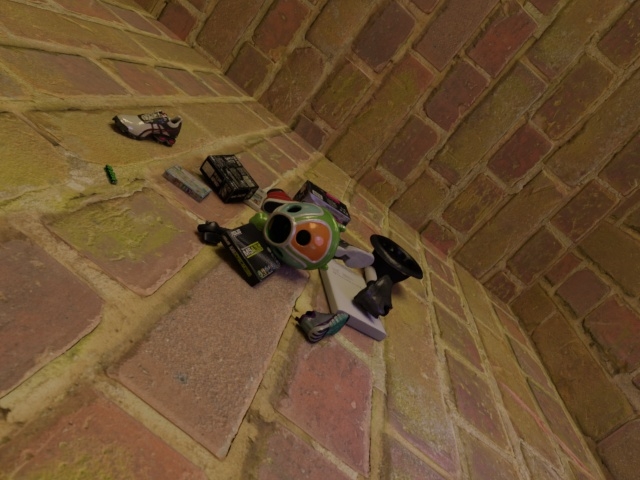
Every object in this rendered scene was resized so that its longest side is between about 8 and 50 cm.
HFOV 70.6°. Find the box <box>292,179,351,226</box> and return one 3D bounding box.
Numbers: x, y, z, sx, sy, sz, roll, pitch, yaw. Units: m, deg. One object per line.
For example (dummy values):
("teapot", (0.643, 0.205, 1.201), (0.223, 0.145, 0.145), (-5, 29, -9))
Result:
("box", (0.000, -0.144, 2.157), (0.247, 0.142, 0.163), (31, 22, -21))

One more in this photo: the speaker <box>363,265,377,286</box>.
("speaker", (0.225, 0.168, 2.012), (0.055, 0.055, 0.136), (35, 20, -14))

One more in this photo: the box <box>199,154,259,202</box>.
("box", (-0.352, -0.241, 1.747), (0.180, 0.077, 0.147), (51, 32, 12))

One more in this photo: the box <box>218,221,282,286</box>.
("box", (-0.216, 0.038, 1.435), (0.184, 0.045, 0.190), (58, 20, 0))

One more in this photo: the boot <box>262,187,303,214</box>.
("boot", (-0.118, -0.160, 1.952), (0.244, 0.088, 0.176), (14, 28, -5))

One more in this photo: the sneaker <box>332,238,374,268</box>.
("sneaker", (0.094, 0.022, 1.898), (0.268, 0.101, 0.153), (12, 39, -11))

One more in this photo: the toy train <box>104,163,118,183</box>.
("toy train", (-0.608, -0.192, 1.316), (0.083, 0.017, 0.023), (53, 12, 33))

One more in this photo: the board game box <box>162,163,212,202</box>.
("board game box", (-0.465, -0.202, 1.589), (0.154, 0.026, 0.103), (37, 19, -9))

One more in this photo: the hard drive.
("hard drive", (0.112, 0.210, 1.723), (0.233, 0.047, 0.353), (31, 20, -25))

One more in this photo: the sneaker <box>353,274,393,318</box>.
("sneaker", (0.222, 0.219, 1.714), (0.130, 0.109, 0.286), (53, 27, 8))

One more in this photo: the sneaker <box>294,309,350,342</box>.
("sneaker", (0.012, 0.243, 1.413), (0.098, 0.083, 0.223), (42, 19, 21))

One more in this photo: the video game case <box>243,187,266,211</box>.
("video game case", (-0.335, -0.227, 1.893), (0.227, 0.026, 0.206), (36, 19, -13))

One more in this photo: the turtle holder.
("turtle holder", (-0.091, -0.041, 1.599), (0.227, 0.243, 0.320), (15, 32, -51))

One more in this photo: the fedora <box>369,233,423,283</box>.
("fedora", (0.331, 0.117, 2.173), (0.334, 0.152, 0.334), (35, 19, -14))

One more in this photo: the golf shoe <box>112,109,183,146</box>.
("golf shoe", (-0.631, -0.436, 1.663), (0.105, 0.120, 0.273), (48, 22, 18))

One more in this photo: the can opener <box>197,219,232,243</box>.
("can opener", (-0.319, -0.024, 1.445), (0.059, 0.073, 0.186), (5, -1, 28))
